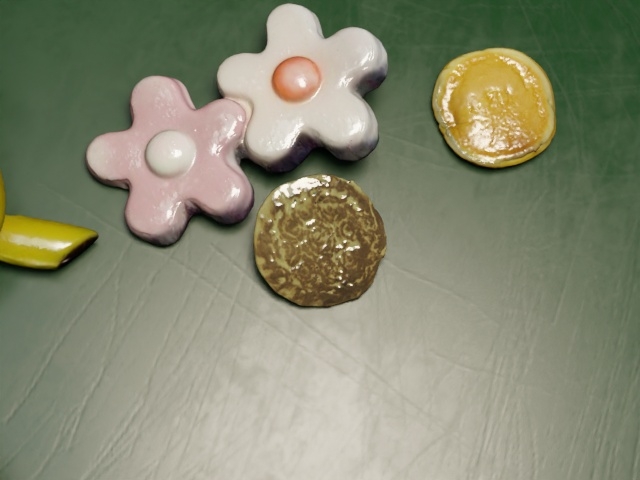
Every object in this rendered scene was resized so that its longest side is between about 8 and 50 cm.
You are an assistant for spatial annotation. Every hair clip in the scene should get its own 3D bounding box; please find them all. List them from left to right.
[{"bbox_3d":[-0.064,-0.095,1.317,0.257,0.075,0.146,-26,83,-5],"label":"hair clip"}]

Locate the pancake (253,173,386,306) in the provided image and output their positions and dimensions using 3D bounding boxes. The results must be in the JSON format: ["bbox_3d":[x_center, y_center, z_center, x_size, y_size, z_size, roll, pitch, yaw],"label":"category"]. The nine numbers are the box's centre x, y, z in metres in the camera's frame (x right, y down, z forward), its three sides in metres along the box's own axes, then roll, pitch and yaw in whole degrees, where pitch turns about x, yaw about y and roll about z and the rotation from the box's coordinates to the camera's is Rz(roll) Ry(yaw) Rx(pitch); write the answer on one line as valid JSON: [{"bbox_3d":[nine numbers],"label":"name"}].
[{"bbox_3d":[0.000,0.000,1.297,0.115,0.011,0.114,-3,104,-12],"label":"pancake"}]

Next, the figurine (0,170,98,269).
[{"bbox_3d":[-0.344,-0.036,1.196,0.327,0.169,0.218,-29,105,-52],"label":"figurine"}]

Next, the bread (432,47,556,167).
[{"bbox_3d":[0.146,-0.111,1.354,0.110,0.024,0.110,1,75,-4],"label":"bread"}]
